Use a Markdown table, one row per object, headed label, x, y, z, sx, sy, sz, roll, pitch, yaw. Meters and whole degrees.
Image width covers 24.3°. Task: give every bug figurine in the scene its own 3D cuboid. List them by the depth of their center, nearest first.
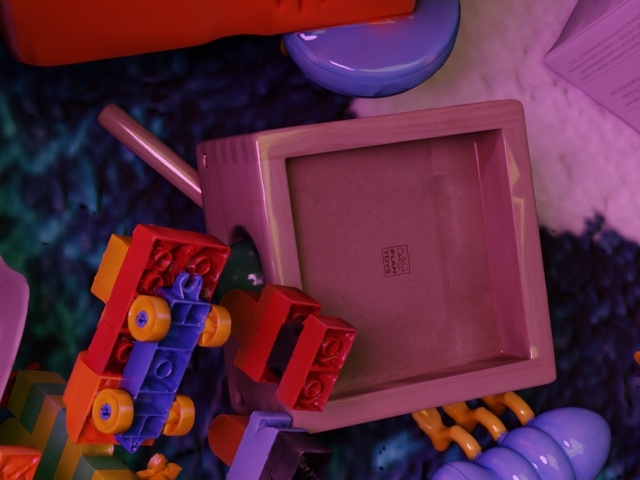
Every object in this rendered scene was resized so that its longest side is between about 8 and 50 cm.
| label | x | y | z | sx | sy | sz | roll | pitch | yaw |
| --- | --- | --- | --- | --- | --- | --- | --- | --- | --- |
| bug figurine | 0.167 | 0.152 | 0.614 | 0.216 | 0.072 | 0.279 | -33 | 89 | -26 |

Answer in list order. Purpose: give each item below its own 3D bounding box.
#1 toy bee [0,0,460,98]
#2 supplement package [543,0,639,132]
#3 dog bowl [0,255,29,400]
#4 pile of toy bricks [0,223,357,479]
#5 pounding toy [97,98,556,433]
| label | x | y | z | sx | sy | sz | roll | pitch | yaw |
| --- | --- | --- | --- | --- | --- | --- | --- | --- | --- |
| toy bee | 0.026 | -0.137 | 0.567 | 0.298 | 0.195 | 0.162 | 10 | 60 | -23 |
| supplement package | 0.214 | -0.085 | 0.677 | 0.179 | 0.105 | 0.105 | 35 | 65 | -10 |
| dog bowl | -0.270 | -0.004 | 0.460 | 0.349 | 0.102 | 0.349 | 6 | 74 | -21 |
| pile of toy bricks | -0.084 | 0.083 | 0.511 | 0.118 | 0.105 | 0.212 | 11 | 107 | -47 |
| pounding toy | 0.000 | 0.000 | 0.584 | 0.141 | 0.100 | 0.130 | -9 | 94 | -22 |
